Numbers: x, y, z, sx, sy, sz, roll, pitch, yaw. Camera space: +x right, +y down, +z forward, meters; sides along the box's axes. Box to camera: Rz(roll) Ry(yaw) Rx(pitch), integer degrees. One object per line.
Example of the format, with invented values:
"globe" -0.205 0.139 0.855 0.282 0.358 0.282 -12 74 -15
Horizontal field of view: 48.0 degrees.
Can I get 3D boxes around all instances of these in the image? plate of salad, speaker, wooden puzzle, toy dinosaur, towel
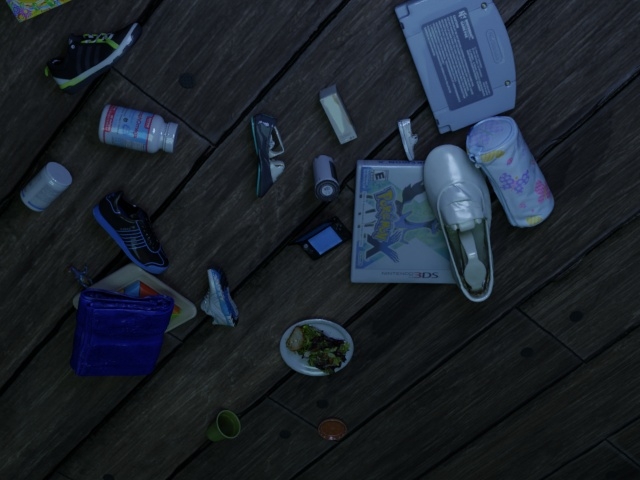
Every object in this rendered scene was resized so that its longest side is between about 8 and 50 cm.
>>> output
"plate of salad" -0.010 0.295 1.930 0.199 0.048 0.200 0 121 0
"speaker" 0.010 -0.141 1.607 0.055 0.136 0.055 -2 119 -3
"wooden puzzle" -0.472 0.174 1.837 0.221 0.044 0.239 -29 131 17
"toy dinosaur" -0.610 0.099 1.822 0.082 0.047 0.090 34 127 0
"towel" -0.510 0.248 1.826 0.227 0.076 0.308 8 135 -19

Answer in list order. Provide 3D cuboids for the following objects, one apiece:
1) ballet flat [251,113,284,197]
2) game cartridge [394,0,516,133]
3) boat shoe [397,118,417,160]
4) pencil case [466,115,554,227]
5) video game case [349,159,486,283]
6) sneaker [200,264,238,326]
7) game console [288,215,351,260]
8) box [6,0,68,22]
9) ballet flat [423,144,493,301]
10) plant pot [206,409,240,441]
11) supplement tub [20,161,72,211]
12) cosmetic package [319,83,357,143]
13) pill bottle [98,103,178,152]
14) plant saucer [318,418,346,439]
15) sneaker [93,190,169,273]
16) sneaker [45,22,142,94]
"ballet flat" -0.116 -0.187 1.620 0.074 0.074 0.203 0 120 1
"game cartridge" 0.295 -0.386 1.501 0.198 0.062 0.297 -21 119 9
"boat shoe" 0.201 -0.227 1.612 0.035 0.035 0.100 -13 114 12
"pencil case" 0.419 -0.146 1.580 0.113 0.124 0.273 8 150 44
"video game case" 0.227 -0.038 1.722 0.300 0.036 0.329 1 122 -2
"sneaker" -0.272 0.148 1.831 0.083 0.071 0.191 -5 122 11
"game console" 0.000 0.000 1.732 0.122 0.071 0.107 -32 116 19
"box" -0.474 -0.599 1.306 0.290 0.177 0.279 -19 121 12
"ballet flat" 0.333 -0.025 1.635 0.139 0.139 0.400 -14 121 9
"plant pot" -0.287 0.544 2.076 0.083 0.083 0.079 38 126 -20
"supplement tub" -0.636 -0.123 1.664 0.107 0.071 0.071 -37 115 21
"cosmetic package" 0.039 -0.275 1.568 0.041 0.060 0.115 -22 121 12
"pill bottle" -0.397 -0.241 1.578 0.160 0.087 0.087 11 121 -7
"plant saucer" 0.035 0.552 2.108 0.083 0.013 0.083 1 122 1
"sneaker" -0.434 -0.018 1.720 0.090 0.081 0.232 -30 116 26
"sneaker" -0.477 -0.392 1.487 0.234 0.084 0.097 -30 116 18
